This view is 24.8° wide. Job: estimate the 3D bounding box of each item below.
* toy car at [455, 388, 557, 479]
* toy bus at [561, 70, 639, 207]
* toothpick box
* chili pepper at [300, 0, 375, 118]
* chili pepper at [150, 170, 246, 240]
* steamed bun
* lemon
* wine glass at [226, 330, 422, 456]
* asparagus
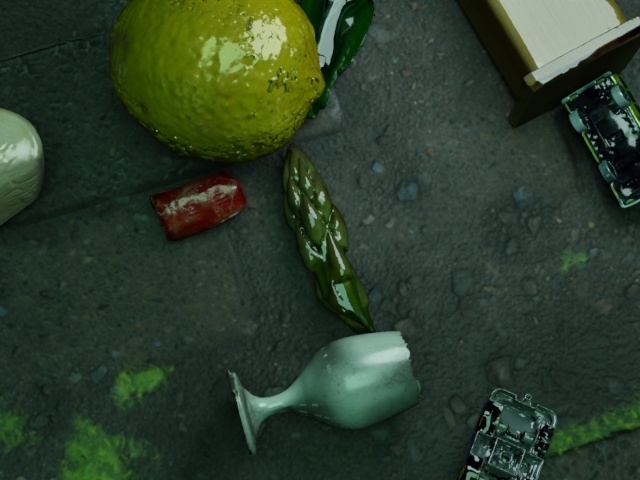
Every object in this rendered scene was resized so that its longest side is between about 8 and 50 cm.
[{"bbox_3d":[0.238,0.296,1.923,0.097,0.100,0.191,24,60,3],"label":"toy car"},{"bbox_3d":[0.416,-0.138,1.998,0.088,0.101,0.175,-31,82,21],"label":"toy bus"},{"bbox_3d":[0.282,-0.346,1.997,0.187,0.190,0.308,-28,78,-5],"label":"toothpick box"},{"bbox_3d":[0.010,-0.271,2.029,0.108,0.062,0.216,14,81,0],"label":"chili pepper"},{"bbox_3d":[-0.165,-0.051,1.979,0.123,0.070,0.073,-23,65,-4],"label":"chili pepper"},{"bbox_3d":[-0.489,-0.087,1.905,0.250,0.200,0.155,-33,82,-10],"label":"steamed bun"},{"bbox_3d":[-0.144,-0.234,1.923,0.310,0.258,0.258,23,79,18],"label":"lemon"},{"bbox_3d":[0.006,0.198,1.912,0.241,0.126,0.126,-15,81,-2],"label":"wine glass"},{"bbox_3d":[0.000,0.000,1.973,0.080,0.080,0.287,-16,80,-5],"label":"asparagus"}]
